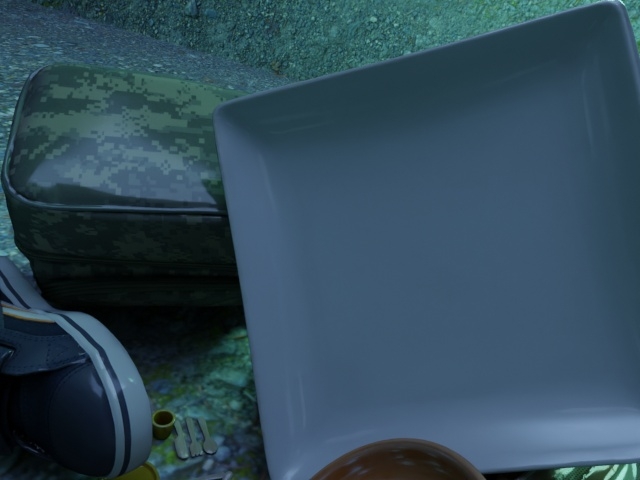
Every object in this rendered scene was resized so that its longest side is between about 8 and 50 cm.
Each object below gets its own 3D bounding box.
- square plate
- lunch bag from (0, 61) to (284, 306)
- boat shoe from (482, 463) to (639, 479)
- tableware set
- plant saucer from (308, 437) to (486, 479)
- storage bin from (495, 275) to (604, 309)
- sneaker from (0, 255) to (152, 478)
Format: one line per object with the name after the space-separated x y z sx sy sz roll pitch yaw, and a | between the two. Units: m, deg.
0.098 0.014 0.434 0.347 0.344 0.049 -11 -5 13 | square plate
-0.173 -0.027 0.604 0.305 0.256 0.213 2 54 -19 | lunch bag
0.172 0.219 0.431 0.116 0.123 0.324 31 29 35 | boat shoe
-0.126 0.199 0.430 0.104 0.024 0.154 -1 30 -27 | tableware set
0.033 0.222 0.331 0.037 0.200 0.200 54 16 -21 | plant saucer
0.149 0.082 0.583 0.262 0.123 0.260 13 3 15 | storage bin
-0.272 0.108 0.431 0.321 0.126 0.127 19 20 36 | sneaker
